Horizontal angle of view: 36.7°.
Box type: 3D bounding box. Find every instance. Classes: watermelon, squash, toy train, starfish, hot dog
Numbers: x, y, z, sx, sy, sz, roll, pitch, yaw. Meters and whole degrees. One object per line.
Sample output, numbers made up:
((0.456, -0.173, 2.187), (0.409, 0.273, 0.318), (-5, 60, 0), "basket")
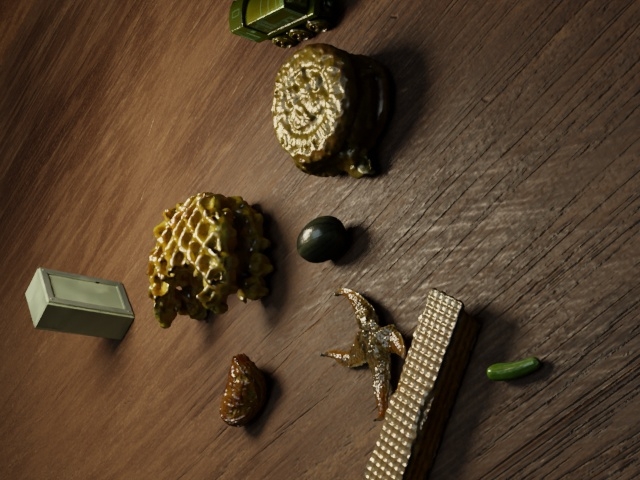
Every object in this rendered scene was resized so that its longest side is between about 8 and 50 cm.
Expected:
((0.000, 0.000, 1.735), (0.111, 0.078, 0.078), (-44, 47, 43), "watermelon")
((0.273, 0.182, 1.364), (0.089, 0.027, 0.027), (-20, 64, 45), "squash")
((-0.072, -0.452, 1.917), (0.225, 0.137, 0.090), (-11, 71, 52), "toy train")
((0.075, 0.180, 1.612), (0.247, 0.050, 0.138), (46, 117, 56), "starfish")
((-0.150, 0.289, 1.857), (0.099, 0.065, 0.147), (38, 121, 50), "hot dog")

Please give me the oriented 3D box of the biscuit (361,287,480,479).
((0.148, 0.262, 1.480), (0.094, 0.054, 0.378), (27, 101, 54), "biscuit")

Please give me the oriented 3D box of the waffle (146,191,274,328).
((-0.237, 0.039, 1.984), (0.324, 0.151, 0.261), (-17, 70, 48), "waffle")

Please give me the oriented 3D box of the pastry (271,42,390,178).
((0.007, -0.237, 1.752), (0.240, 0.132, 0.235), (7, 84, 54), "pastry")

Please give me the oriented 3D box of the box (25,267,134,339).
((-0.578, 0.154, 2.326), (0.086, 0.225, 0.129), (-57, 41, 24), "box")
